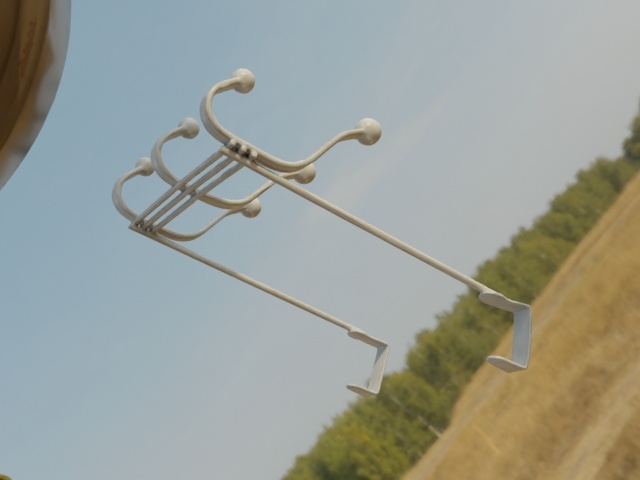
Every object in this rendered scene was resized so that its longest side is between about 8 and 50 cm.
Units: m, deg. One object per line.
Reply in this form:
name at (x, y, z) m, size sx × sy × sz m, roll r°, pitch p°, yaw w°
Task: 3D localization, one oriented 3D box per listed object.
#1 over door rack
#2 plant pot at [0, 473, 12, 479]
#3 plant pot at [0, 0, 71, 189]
over door rack at (0.000, 0.000, 0.808) m, size 0.239 × 0.324 × 0.108 m, roll -26°, pitch 30°, yaw 58°
plant pot at (-0.446, 0.320, 0.880) m, size 0.187 × 0.212 × 0.212 m, roll -36°, pitch 38°, yaw 39°
plant pot at (-0.267, -0.119, 0.330) m, size 0.323 × 0.323 × 0.280 m, roll -49°, pitch 9°, yaw -3°
